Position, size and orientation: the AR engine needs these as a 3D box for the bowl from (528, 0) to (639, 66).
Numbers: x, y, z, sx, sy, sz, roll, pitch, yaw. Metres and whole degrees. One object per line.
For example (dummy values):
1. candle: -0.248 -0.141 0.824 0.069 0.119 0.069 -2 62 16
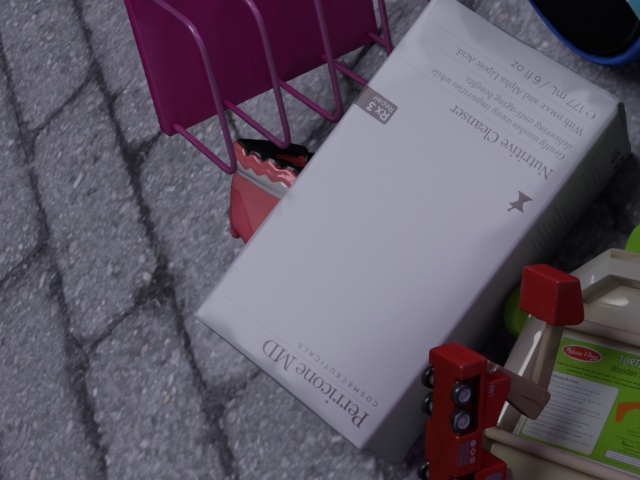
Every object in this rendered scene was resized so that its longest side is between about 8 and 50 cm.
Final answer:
1. bowl: 0.245 -0.346 1.405 0.077 0.391 0.391 -20 38 -11

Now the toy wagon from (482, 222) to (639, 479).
1. toy wagon: 0.263 0.104 1.292 0.267 0.068 0.344 14 73 50

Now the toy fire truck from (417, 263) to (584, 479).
1. toy fire truck: 0.150 0.124 1.259 0.047 0.135 0.192 27 122 52

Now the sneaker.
1. sneaker: 0.000 0.000 1.643 0.314 0.116 0.136 38 119 47

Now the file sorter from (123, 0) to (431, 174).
1. file sorter: -0.033 -0.228 1.653 0.291 0.202 0.182 -27 38 -19

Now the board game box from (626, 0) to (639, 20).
1. board game box: 0.451 -0.179 1.172 0.336 0.079 0.253 -34 86 24

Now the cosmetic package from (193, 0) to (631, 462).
1. cosmetic package: 0.091 -0.007 1.414 0.217 0.156 0.385 35 87 20
